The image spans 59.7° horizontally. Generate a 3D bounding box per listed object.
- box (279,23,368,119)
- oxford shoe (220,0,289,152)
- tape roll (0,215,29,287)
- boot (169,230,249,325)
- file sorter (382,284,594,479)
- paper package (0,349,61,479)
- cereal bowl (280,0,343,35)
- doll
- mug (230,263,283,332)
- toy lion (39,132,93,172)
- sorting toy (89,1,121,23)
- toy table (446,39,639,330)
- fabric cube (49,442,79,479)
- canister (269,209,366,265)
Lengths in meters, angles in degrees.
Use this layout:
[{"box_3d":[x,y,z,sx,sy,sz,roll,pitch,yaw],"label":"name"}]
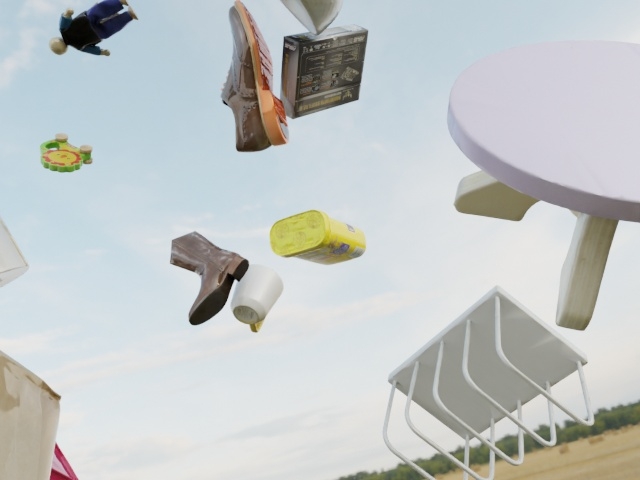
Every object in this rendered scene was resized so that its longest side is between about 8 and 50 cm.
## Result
[{"box_3d":[0.009,-0.407,1.338,0.231,0.056,0.182,-26,-42,-36],"label":"box"},{"box_3d":[-0.176,-0.375,1.269,0.133,0.363,0.130,-16,-13,12],"label":"oxford shoe"},{"box_3d":[-0.721,0.035,1.071,0.246,0.169,0.246,-29,3,2],"label":"tape roll"},{"box_3d":[-0.159,0.042,0.693,0.106,0.114,0.037,-50,-34,-25],"label":"boot"},{"box_3d":[0.255,0.254,0.892,0.193,0.173,0.277,38,-58,-5],"label":"file sorter"},{"box_3d":[-0.430,0.291,0.501,0.310,0.324,0.168,-23,-51,1],"label":"paper package"},{"box_3d":[-0.061,-0.598,1.133,0.141,0.339,0.339,-40,-29,5],"label":"cereal bowl"},{"box_3d":[-0.471,-0.434,1.152,0.189,0.046,0.129,-28,-32,-1],"label":"doll"},{"box_3d":[-0.081,0.079,0.721,0.062,0.064,0.078,-23,-62,29],"label":"mug"},{"box_3d":[-0.485,-0.159,1.046,0.096,0.100,0.034,-43,-26,-53],"label":"toy lion"},{"box_3d":[-0.449,-0.482,1.177,0.083,0.012,0.062,-17,-24,39],"label":"sorting toy"},{"box_3d":[0.254,-0.063,0.512,0.275,0.252,0.160,22,-26,20],"label":"toy table"},{"box_3d":[-0.643,0.416,0.979,0.258,0.259,0.254,-49,-51,-17],"label":"fabric cube"},{"box_3d":[0.000,0.000,1.094,0.126,0.073,0.170,-16,-18,28],"label":"canister"}]
